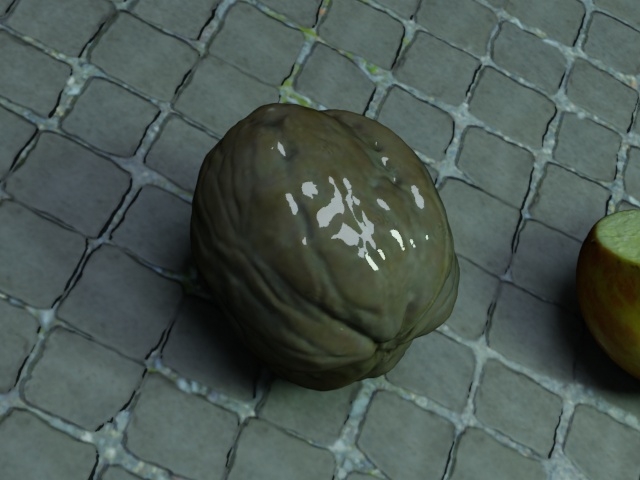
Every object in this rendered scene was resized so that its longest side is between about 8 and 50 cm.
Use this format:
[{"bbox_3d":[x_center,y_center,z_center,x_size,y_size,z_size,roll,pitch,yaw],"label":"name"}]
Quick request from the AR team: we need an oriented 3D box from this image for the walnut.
[{"bbox_3d":[0.000,0.000,1.158,0.224,0.224,0.224,13,52,-16],"label":"walnut"}]

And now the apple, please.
[{"bbox_3d":[0.317,0.039,1.293,0.195,0.160,0.173,-10,45,-13],"label":"apple"}]
